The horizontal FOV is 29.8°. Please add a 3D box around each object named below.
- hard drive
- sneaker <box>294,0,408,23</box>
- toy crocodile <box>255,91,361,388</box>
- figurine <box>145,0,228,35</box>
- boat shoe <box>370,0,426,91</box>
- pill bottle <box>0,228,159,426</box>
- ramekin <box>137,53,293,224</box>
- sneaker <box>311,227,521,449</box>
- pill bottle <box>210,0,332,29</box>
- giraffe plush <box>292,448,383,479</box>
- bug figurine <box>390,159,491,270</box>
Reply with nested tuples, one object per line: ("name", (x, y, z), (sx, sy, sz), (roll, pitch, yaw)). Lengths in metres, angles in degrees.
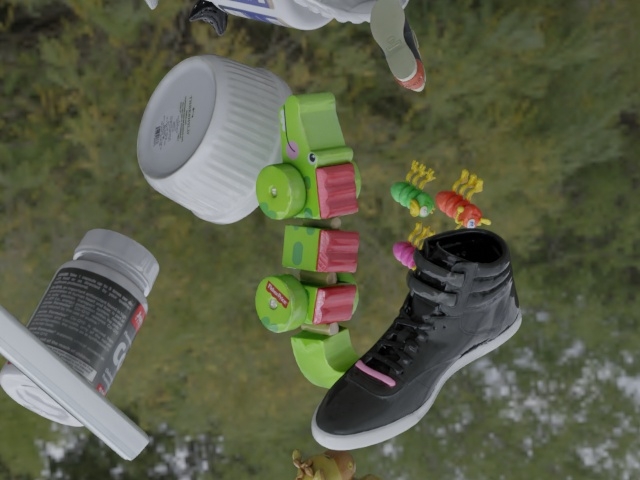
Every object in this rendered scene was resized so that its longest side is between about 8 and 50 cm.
("hard drive", (-0.393, 0.139, 1.570), (0.047, 0.353, 0.233), (-50, -141, -14))
("sneaker", (0.000, -0.384, 1.679), (0.281, 0.115, 0.105), (11, -148, -17))
("toy crocodile", (0.000, 0.000, 1.384), (0.115, 0.341, 0.105), (-6, -173, -44))
("figurine", (-0.237, -0.496, 2.144), (0.215, 0.209, 0.092), (18, 177, -16))
("boat shoe", (0.100, -0.249, 1.519), (0.049, 0.137, 0.043), (-29, 149, 21))
("pill bottle", (-0.371, 0.133, 1.898), (0.161, 0.283, 0.161), (18, 150, 11))
("ramekin", (-0.137, -0.133, 1.498), (0.109, 0.207, 0.207), (22, 166, -39))
("sneaker", (0.095, 0.088, 1.249), (0.295, 0.147, 0.104), (-34, -137, -29))
("pill bottle", (-0.093, -0.421, 1.881), (0.153, 0.153, 0.264), (-9, -158, -42))
("giraffe plush", (0.020, 0.453, 2.188), (0.181, 0.170, 0.210), (-9, -158, 40))
("bug figurine", (0.191, 0.005, 1.929), (0.072, 0.279, 0.216), (-27, -140, -27))
